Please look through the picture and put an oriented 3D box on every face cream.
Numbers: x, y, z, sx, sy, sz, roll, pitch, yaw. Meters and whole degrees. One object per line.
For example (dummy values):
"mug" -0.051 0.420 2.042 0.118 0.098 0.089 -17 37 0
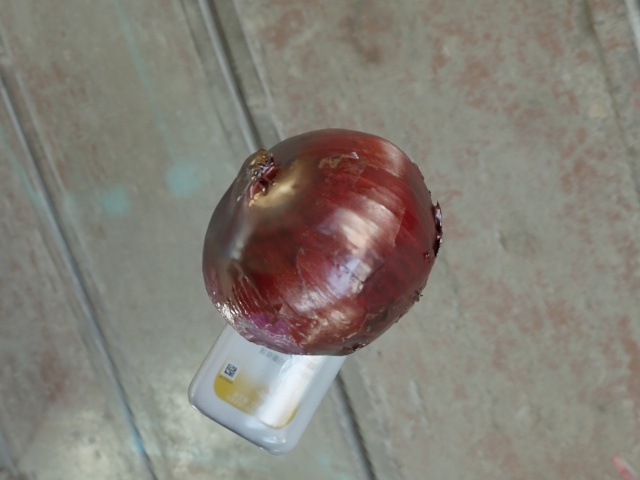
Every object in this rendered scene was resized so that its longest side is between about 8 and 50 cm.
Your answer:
"face cream" -0.026 0.095 1.344 0.144 0.291 0.071 32 170 0

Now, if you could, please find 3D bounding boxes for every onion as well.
"onion" 0.000 0.000 0.614 0.131 0.131 0.131 26 129 37
